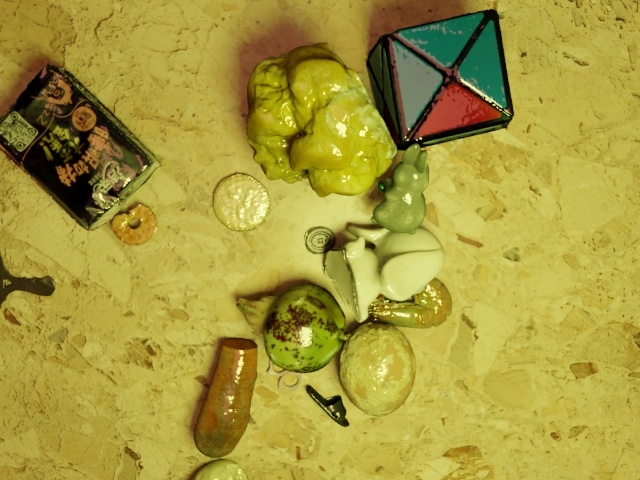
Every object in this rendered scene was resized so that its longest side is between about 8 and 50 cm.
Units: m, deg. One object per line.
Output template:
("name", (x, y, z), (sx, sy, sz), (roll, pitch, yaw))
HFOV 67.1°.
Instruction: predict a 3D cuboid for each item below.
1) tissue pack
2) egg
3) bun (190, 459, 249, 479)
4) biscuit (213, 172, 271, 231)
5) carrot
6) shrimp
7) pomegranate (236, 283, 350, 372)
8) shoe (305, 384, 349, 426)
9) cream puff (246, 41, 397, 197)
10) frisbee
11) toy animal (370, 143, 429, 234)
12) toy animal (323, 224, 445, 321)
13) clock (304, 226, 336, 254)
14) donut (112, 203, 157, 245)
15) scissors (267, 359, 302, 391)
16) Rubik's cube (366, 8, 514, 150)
("tissue pack", (-0.576, -0.210, 1.141), (0.245, 0.123, 0.332), (-45, 95, 3))
("egg", (0.144, 0.325, 1.219), (0.204, 0.203, 0.245), (-3, 104, -2))
("bun", (-0.274, 0.698, 1.292), (0.178, 0.128, 0.193), (36, 93, -6))
("biscuit", (-0.201, -0.094, 1.226), (0.152, 0.020, 0.152), (0, 98, -3))
("carrot", (-0.239, 0.409, 1.248), (0.139, 0.138, 0.301), (12, 98, -5))
("shrimp", (0.214, 0.163, 1.267), (0.267, 0.061, 0.145), (-4, 90, 1))
("pomegranate", (-0.069, 0.191, 1.186), (0.277, 0.222, 0.204), (41, 112, 10))
("shoe", (0.031, 0.436, 1.301), (0.159, 0.062, 0.053), (41, 92, -4))
("cream puff", (-0.024, -0.238, 1.068), (0.276, 0.378, 0.378), (-36, 99, 3))
("frisbee", (-0.798, 0.093, 1.230), (0.211, 0.012, 0.187), (-20, 98, 1))
("toy animal", (0.202, -0.120, 1.079), (0.138, 0.108, 0.236), (37, 134, 10))
("toy animal", (0.150, 0.047, 1.180), (0.289, 0.249, 0.174), (-30, 140, -33))
("clock", (0.000, 0.000, 1.255), (0.083, 0.010, 0.074), (-7, 99, -1))
("donut", (-0.459, -0.037, 1.210), (0.108, 0.043, 0.097), (-20, 97, 0))
("scissors", (-0.038, 0.322, 1.298), (0.212, 0.021, 0.110), (-31, 101, 3))
("Rubik's cube", (0.258, -0.348, 1.096), (0.247, 0.250, 0.248), (-12, 101, -1))
